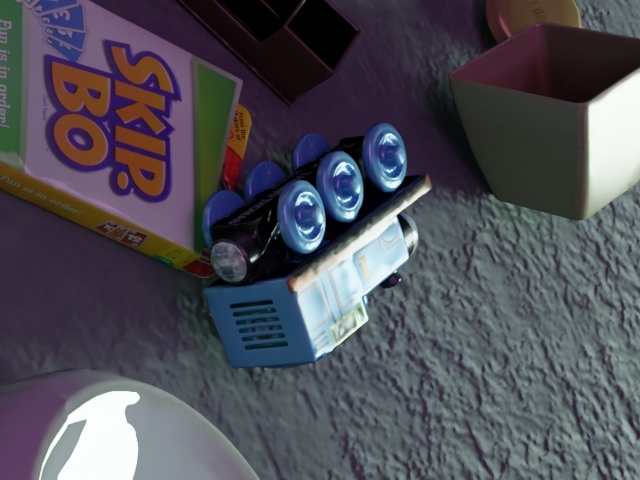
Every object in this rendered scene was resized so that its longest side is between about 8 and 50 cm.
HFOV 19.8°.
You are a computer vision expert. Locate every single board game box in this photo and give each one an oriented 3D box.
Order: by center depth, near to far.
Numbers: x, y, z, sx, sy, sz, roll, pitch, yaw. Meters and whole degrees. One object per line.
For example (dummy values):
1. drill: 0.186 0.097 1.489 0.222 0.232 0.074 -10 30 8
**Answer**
1. board game box: -0.150 -0.081 1.044 0.259 0.039 0.124 27 60 -29

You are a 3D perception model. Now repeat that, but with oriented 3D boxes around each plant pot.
1. plant pot: 0.162 -0.076 1.216 0.109 0.109 0.096 -33 127 -39

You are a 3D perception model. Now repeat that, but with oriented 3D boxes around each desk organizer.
1. desk organizer: -0.041 -0.150 1.136 0.130 0.050 0.047 42 53 -16

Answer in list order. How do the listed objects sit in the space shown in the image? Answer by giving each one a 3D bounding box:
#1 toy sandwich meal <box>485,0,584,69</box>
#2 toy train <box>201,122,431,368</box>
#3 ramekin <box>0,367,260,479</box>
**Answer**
1. toy sandwich meal: 0.149 -0.153 1.294 0.086 0.029 0.085 8 71 -22
2. toy train: 0.000 0.000 1.084 0.184 0.080 0.105 -37 115 -51
3. ramekin: -0.099 0.175 0.735 0.273 0.127 0.272 46 29 -36
